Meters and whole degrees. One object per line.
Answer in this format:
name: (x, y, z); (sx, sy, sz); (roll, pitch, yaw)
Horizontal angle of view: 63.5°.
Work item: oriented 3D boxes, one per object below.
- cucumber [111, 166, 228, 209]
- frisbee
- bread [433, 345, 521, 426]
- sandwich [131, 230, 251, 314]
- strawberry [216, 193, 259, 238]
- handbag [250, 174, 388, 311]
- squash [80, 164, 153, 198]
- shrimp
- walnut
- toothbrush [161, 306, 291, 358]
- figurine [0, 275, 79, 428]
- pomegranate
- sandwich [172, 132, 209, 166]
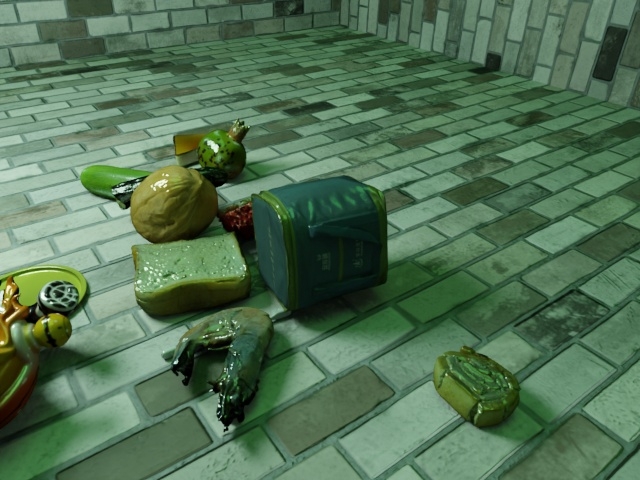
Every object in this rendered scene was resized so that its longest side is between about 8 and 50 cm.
cucumber: (-0.398, -0.150, 1.383); (0.303, 0.081, 0.072); (-15, 59, -9)
frisbee: (-0.631, 0.126, 1.121); (0.236, 0.017, 0.236); (1, 33, -1)
bread: (0.272, 0.253, 0.917); (0.117, 0.064, 0.156); (-24, 42, -35)
sandwich: (-0.292, 0.065, 1.164); (0.251, 0.087, 0.226); (-9, 35, -15)
strawberry: (-0.150, -0.059, 1.288); (0.188, 0.106, 0.286); (-24, 10, -16)
handbag: (0.000, 0.000, 1.112); (0.241, 0.263, 0.222); (-16, 31, -22)
squash: (-0.530, -0.156, 1.483); (0.379, 0.101, 0.101); (14, 35, 15)
shrimp: (-0.188, 0.211, 0.942); (0.178, 0.075, 0.289); (2, 39, 8)
walnut: (-0.361, -0.086, 1.272); (0.193, 0.226, 0.193); (31, 37, -27)
toothbrush: (-0.187, 0.182, 1.049); (0.276, 0.019, 0.025); (-16, 33, -25)
figurine: (-0.566, 0.200, 0.854); (0.320, 0.196, 0.323); (-7, 27, 6)
pomegranate: (-0.292, -0.283, 1.606); (0.159, 0.205, 0.159); (34, 21, -15)
sandwich: (-0.416, -0.312, 1.759); (0.162, 0.058, 0.193); (-7, 32, -13)
